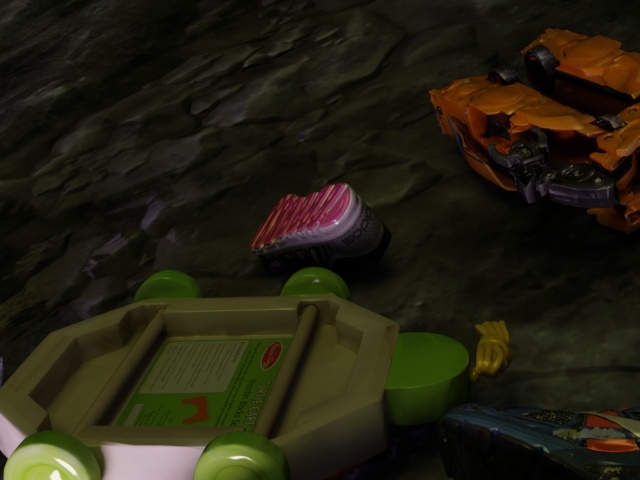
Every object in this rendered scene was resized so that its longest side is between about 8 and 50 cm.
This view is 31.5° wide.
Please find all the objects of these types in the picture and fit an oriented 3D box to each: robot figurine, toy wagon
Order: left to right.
[{"bbox_3d":[-0.043,0.099,0.772,0.344,0.068,0.267,-1,22,11],"label":"toy wagon"},{"bbox_3d":[0.224,-0.097,0.947,0.211,0.085,0.291,-29,31,-11],"label":"robot figurine"}]

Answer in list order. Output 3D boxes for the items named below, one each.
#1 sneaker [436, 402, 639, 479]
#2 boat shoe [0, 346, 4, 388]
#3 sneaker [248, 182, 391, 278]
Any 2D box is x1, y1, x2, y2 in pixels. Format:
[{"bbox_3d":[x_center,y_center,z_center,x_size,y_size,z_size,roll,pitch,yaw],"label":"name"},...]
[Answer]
[{"bbox_3d":[0.169,0.132,0.648,0.221,0.083,0.087,8,28,32],"label":"sneaker"},{"bbox_3d":[-0.340,0.172,0.862,0.094,0.109,0.302,-10,35,23],"label":"boat shoe"},{"bbox_3d":[0.000,0.000,0.965,0.170,0.075,0.063,-14,42,58],"label":"sneaker"}]
